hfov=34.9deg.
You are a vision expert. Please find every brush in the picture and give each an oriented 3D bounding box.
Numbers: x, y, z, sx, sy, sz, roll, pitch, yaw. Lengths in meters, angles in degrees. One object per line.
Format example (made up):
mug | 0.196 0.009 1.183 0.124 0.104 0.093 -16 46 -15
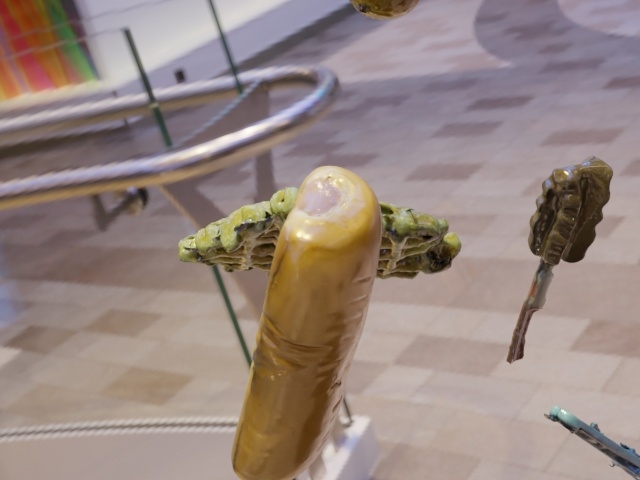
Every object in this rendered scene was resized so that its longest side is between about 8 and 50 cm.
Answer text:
brush | 0.281 0.033 1.273 0.084 0.301 0.071 -13 40 -33

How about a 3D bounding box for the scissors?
scissors | 0.410 0.293 1.339 0.180 0.393 0.032 26 83 54

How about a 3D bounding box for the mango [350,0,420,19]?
mango | 0.065 -0.293 0.970 0.103 0.161 0.076 4 11 -33

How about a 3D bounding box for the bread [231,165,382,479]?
bread | -0.011 0.084 0.897 0.091 0.305 0.142 18 36 7

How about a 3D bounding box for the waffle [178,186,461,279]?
waffle | 0.000 0.000 1.241 0.317 0.073 0.297 -10 -17 43
